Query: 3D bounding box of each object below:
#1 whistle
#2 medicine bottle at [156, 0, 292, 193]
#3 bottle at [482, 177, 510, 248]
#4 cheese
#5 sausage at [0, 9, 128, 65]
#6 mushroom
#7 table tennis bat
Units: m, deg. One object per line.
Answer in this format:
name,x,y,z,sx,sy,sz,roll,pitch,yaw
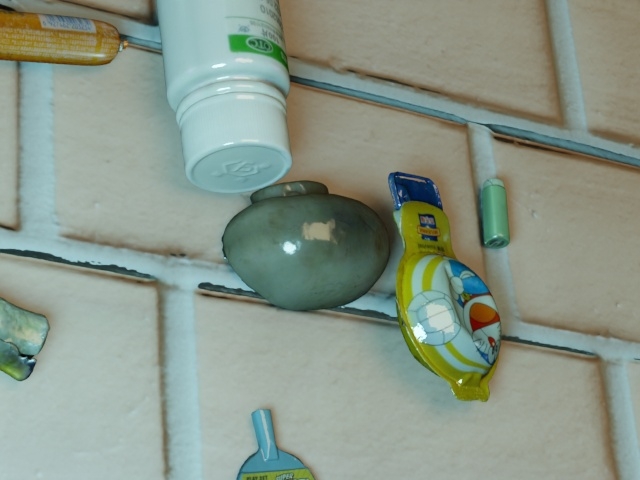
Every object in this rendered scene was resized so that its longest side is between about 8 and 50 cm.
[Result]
whistle,-0.407,0.039,1.684,0.326,0.057,0.068,27,41,-17
medicine bottle,-0.100,-0.180,1.949,0.139,0.139,0.237,6,60,-30
bottle,0.206,-0.032,2.135,0.030,0.030,0.083,15,56,-25
cheese,0.131,0.051,1.998,0.177,0.069,0.270,8,60,-49
sausage,-0.356,-0.213,1.860,0.348,0.053,0.053,0,65,-33
mushroom,0.000,0.000,1.942,0.188,0.117,0.141,1,76,-37
table tennis bat,-0.045,0.246,1.826,0.100,0.019,0.155,1,66,-31
